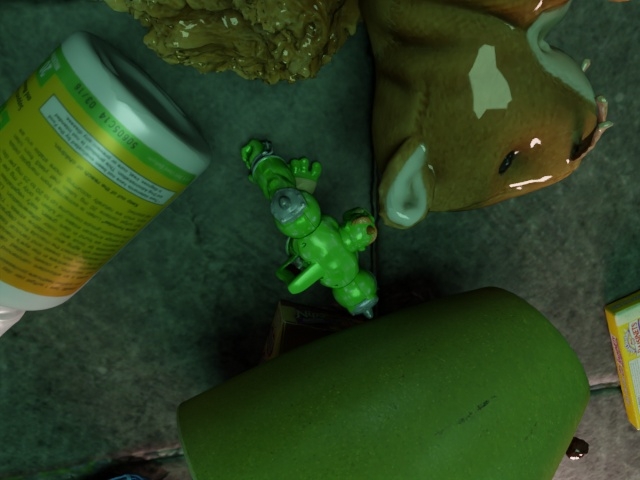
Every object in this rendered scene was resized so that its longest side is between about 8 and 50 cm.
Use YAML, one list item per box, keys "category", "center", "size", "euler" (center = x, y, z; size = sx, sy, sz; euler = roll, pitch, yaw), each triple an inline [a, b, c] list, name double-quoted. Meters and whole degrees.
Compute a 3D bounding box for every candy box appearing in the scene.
- category: "candy box"
  center: [0.440, 0.150, 0.679]
  size: [0.105, 0.027, 0.205]
  euler: [-24, 114, 2]
- category: "candy box"
  center: [-0.019, 0.166, 0.584]
  size: [0.109, 0.053, 0.186]
  euler: [13, 107, -15]

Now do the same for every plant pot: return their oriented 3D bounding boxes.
- category: "plant pot"
  center: [0.077, 0.176, 0.455]
  size: [0.294, 0.275, 0.274]
  euler: [-32, 115, -12]

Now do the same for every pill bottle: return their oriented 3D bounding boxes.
- category: "pill bottle"
  center: [-0.220, -0.032, 0.418]
  size: [0.246, 0.136, 0.136]
  euler: [-42, 113, 7]

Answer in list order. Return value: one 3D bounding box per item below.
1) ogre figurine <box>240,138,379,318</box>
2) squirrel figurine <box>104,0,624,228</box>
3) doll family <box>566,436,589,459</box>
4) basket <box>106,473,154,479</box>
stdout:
- category: "ogre figurine"
  center: [0.000, 0.000, 0.484]
  size: [0.097, 0.118, 0.197]
  euler: [-18, 114, -3]
- category: "squirrel figurine"
  center: [0.059, -0.205, 0.371]
  size: [0.397, 0.281, 0.370]
  euler: [6, 121, 2]
- category: "doll family"
  center: [0.255, 0.269, 0.645]
  size: [0.076, 0.111, 0.192]
  euler: [1, 111, -11]
- category: "basket"
  center: [-0.257, 0.361, 0.517]
  size: [0.255, 0.201, 0.289]
  euler: [-29, 145, 1]
